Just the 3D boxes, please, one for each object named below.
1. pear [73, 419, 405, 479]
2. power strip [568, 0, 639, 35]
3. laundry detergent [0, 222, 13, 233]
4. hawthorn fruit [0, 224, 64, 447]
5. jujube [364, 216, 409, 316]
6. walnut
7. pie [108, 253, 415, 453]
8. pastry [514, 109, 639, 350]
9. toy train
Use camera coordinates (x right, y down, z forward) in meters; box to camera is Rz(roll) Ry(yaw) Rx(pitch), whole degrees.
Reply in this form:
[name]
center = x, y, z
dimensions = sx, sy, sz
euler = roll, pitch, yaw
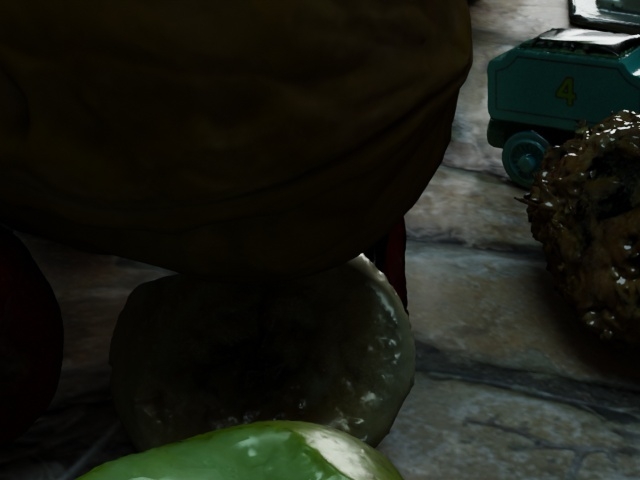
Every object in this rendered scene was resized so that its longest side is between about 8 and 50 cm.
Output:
[pear]
center = -0.026, 0.204, 0.752
dimensions = 0.292, 0.159, 0.292
euler = 7, 30, -4
[power strip]
center = 0.427, -0.334, 1.770
dimensions = 0.198, 0.065, 0.213
euler = 8, 33, 3
[laundry detergent]
center = -0.356, -0.019, 1.075
dimensions = 0.221, 0.078, 0.144
euler = 3, 55, -7
[hawthorn fruit]
center = -0.277, 0.057, 0.914
dimensions = 0.189, 0.190, 0.251
euler = -6, 15, -21
[jujube]
center = 0.000, 0.000, 1.080
dimensions = 0.168, 0.168, 0.236
euler = -8, 53, -24
[walnut]
center = -0.092, -0.137, 0.874
dimensions = 0.397, 0.354, 0.308
euler = 9, 62, 27
[pie]
center = -0.039, 0.098, 0.948
dimensions = 0.218, 0.052, 0.185
euler = -14, 70, -1
[pastry]
center = 0.305, -0.019, 1.134
dimensions = 0.274, 0.193, 0.275
euler = 5, 31, -3
[toy train]
center = 0.257, -0.126, 1.316
dimensions = 0.198, 0.154, 0.107
euler = 12, 29, 33
